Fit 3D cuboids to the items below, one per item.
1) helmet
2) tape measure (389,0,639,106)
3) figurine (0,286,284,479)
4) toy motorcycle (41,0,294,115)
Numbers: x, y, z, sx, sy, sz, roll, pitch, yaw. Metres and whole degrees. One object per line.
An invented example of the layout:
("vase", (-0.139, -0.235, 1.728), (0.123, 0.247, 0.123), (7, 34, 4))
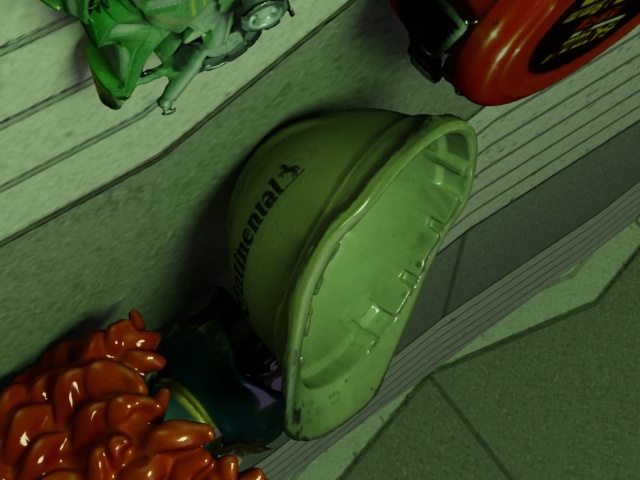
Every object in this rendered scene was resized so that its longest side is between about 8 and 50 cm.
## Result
("helmet", (-0.004, 0.002, 0.924), (0.204, 0.137, 0.257), (-1, 118, -63))
("tape measure", (0.154, -0.195, 0.789), (0.253, 0.114, 0.260), (-24, 163, -41))
("figurine", (-0.138, 0.166, 1.031), (0.306, 0.241, 0.412), (-20, -166, 32))
("toy motorcycle", (-0.076, -0.119, 0.582), (0.106, 0.074, 0.190), (-26, 163, -8))
